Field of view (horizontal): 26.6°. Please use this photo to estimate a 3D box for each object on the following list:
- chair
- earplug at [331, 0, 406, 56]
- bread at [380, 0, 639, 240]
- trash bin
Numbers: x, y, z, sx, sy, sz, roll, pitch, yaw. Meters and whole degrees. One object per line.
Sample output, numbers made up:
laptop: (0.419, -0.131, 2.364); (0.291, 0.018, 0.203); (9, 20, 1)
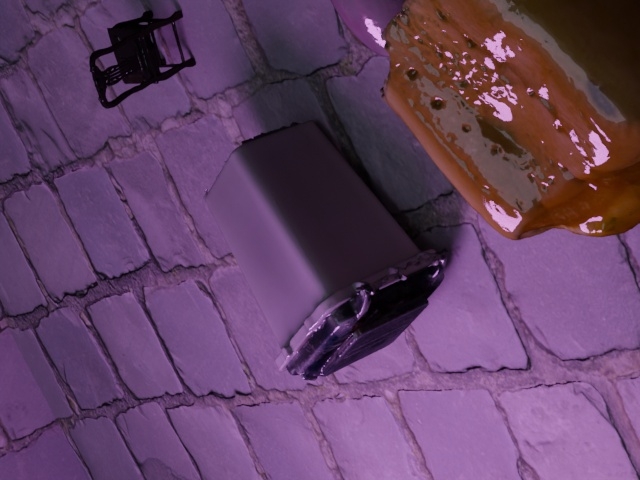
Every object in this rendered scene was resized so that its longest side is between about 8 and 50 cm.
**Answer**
chair: (-0.332, -0.311, 2.320); (0.113, 0.229, 0.106); (7, 119, 44)
earplug: (0.059, -0.395, 1.879); (0.172, 0.172, 0.301); (3, 123, 48)
bread: (0.296, -0.193, 1.672); (0.394, 0.250, 0.361); (48, 145, 8)
trash bin: (0.000, 0.000, 2.164); (0.368, 0.255, 0.296); (57, 146, 15)
